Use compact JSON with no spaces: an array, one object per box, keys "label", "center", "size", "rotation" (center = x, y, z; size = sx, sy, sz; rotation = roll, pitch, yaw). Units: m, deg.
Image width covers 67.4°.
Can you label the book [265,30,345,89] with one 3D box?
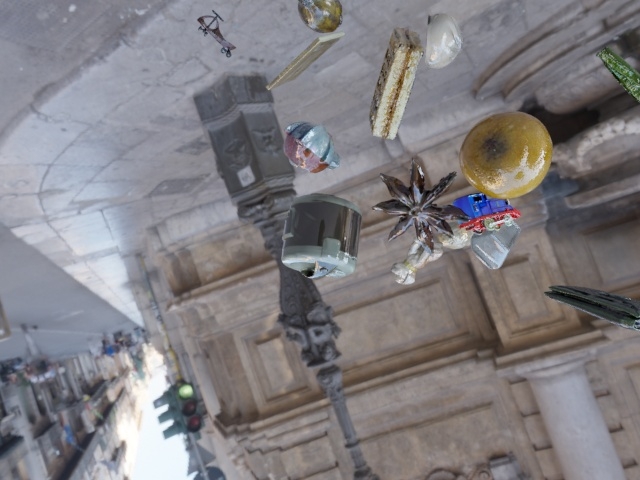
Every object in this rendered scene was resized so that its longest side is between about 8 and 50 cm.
[{"label":"book","center":[-0.038,-0.452,1.204],"size":[0.199,0.016,0.138],"rotation":[-28,-169,39]}]

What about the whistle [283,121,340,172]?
[{"label":"whistle","center":[-0.013,-0.252,1.367],"size":[0.142,0.133,0.346],"rotation":[16,-176,14]}]

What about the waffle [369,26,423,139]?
[{"label":"waffle","center":[0.290,-0.607,1.871],"size":[0.114,0.376,0.261],"rotation":[11,-146,-6]}]

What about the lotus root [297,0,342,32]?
[{"label":"lotus root","center":[-0.006,-0.703,1.465],"size":[0.120,0.120,0.209],"rotation":[-22,168,31]}]

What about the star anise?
[{"label":"star anise","center":[0.269,-0.084,1.290],"size":[0.288,0.288,0.088],"rotation":[-23,-169,40]}]

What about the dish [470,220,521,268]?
[{"label":"dish","center":[0.638,-0.006,1.722],"size":[0.234,0.154,0.064],"rotation":[-49,-174,-27]}]

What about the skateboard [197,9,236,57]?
[{"label":"skateboard","center":[-0.333,-0.679,1.568],"size":[0.080,0.067,0.151],"rotation":[-47,134,7]}]

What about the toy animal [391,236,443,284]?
[{"label":"toy animal","center":[0.348,0.077,1.697],"size":[0.184,0.104,0.185],"rotation":[0,124,-52]}]

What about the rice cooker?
[{"label":"rice cooker","center":[0.000,0.000,1.991],"size":[0.335,0.325,0.335],"rotation":[8,166,2]}]

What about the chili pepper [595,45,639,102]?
[{"label":"chili pepper","center":[1.020,-0.482,1.515],"size":[0.076,0.359,0.085],"rotation":[-48,175,21]}]

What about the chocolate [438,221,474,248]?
[{"label":"chocolate","center":[0.651,-0.031,2.226],"size":[0.134,0.134,0.309],"rotation":[-23,171,42]}]

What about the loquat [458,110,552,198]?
[{"label":"loquat","center":[0.548,-0.253,1.431],"size":[0.263,0.263,0.263],"rotation":[-20,177,-1]}]

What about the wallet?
[{"label":"wallet","center":[0.672,0.148,1.119],"size":[0.160,0.055,0.236],"rotation":[4,-169,-23]}]

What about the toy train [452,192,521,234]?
[{"label":"toy train","center":[0.534,-0.092,1.538],"size":[0.204,0.131,0.083],"rotation":[-11,169,-29]}]

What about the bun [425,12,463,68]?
[{"label":"bun","center":[0.403,-0.649,1.564],"size":[0.120,0.172,0.173],"rotation":[5,-178,12]}]
